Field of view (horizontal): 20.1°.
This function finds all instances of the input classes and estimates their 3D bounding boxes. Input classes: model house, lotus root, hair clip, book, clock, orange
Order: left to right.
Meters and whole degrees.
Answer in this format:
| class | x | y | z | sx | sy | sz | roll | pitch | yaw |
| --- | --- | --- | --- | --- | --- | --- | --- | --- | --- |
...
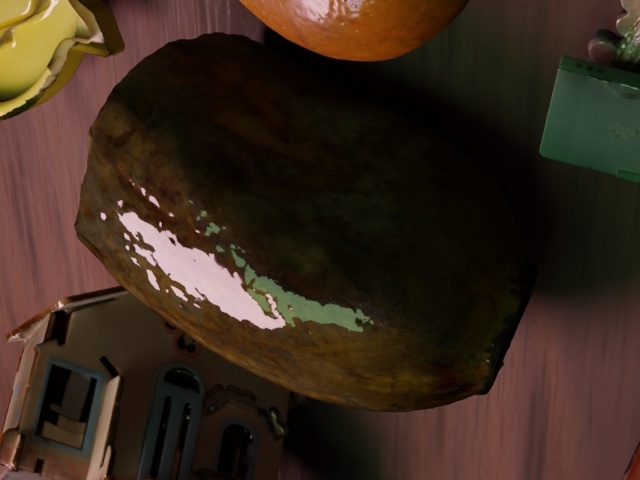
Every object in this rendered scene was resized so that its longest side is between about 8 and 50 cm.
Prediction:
| class | x | y | z | sx | sy | sz | roll | pitch | yaw |
| --- | --- | --- | --- | --- | --- | --- | --- | --- | --- |
| clock | -0.306 | -0.243 | 1.579 | 0.293 | 0.071 | 0.277 | -5 | 107 | 34 |
| model house | -0.134 | 0.149 | 1.657 | 0.326 | 0.244 | 0.169 | 22 | 148 | -24 |
| lotus root | 0.000 | 0.000 | 1.392 | 0.346 | 0.250 | 0.250 | 27 | 136 | 17 |
| orange | 0.018 | -0.241 | 1.223 | 0.240 | 0.171 | 0.240 | 38 | 148 | 29 |
| book | 0.225 | -0.076 | 1.256 | 0.135 | 0.017 | 0.103 | 15 | 145 | 8 |
| hair clip | 0.228 | -0.157 | 1.207 | 0.062 | 0.056 | 0.214 | 27 | 147 | -2 |

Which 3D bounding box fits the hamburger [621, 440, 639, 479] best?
| class | x | y | z | sx | sy | sz | roll | pitch | yaw |
| --- | --- | --- | --- | --- | --- | --- | --- | --- | --- |
| hamburger | 0.349 | 0.195 | 1.175 | 0.250 | 0.330 | 0.330 | 28 | 137 | 31 |
